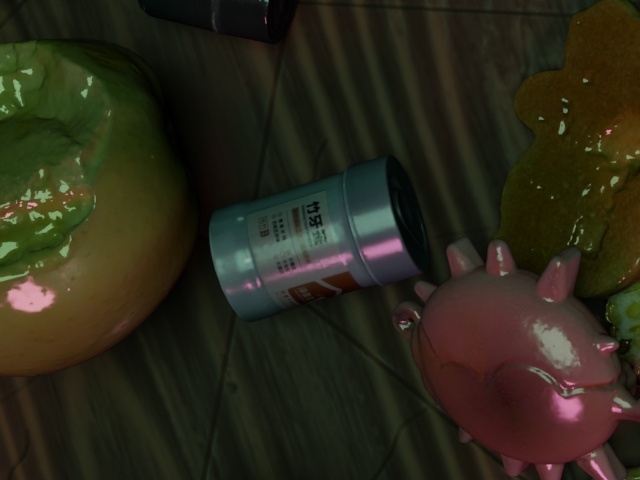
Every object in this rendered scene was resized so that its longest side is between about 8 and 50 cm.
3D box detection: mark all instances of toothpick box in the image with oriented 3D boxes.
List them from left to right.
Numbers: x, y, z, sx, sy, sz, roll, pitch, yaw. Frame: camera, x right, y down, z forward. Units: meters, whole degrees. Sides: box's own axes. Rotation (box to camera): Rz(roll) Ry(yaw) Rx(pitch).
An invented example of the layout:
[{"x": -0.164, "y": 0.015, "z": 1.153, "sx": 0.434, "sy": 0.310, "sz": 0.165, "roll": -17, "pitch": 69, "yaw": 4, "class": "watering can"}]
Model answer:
[{"x": 0.000, "y": 0.000, "z": 1.380, "sx": 0.153, "sy": 0.101, "sz": 0.101, "roll": -18, "pitch": 85, "yaw": 16, "class": "toothpick box"}]

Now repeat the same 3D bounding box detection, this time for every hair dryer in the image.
[{"x": -0.069, "y": -0.279, "z": 1.408, "sx": 0.124, "sy": 0.071, "sz": 0.219, "roll": 17, "pitch": 98, "yaw": 14, "class": "hair dryer"}]

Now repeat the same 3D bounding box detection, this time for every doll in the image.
[{"x": 0.162, "y": 0.099, "z": 1.310, "sx": 0.262, "sy": 0.093, "sz": 0.211, "roll": 12, "pitch": 120, "yaw": 37, "class": "doll"}]

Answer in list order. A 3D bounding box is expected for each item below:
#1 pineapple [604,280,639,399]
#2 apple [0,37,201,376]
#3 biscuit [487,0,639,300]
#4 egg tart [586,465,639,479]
[{"x": 0.297, "y": 0.041, "z": 1.296, "sx": 0.221, "sy": 0.047, "sz": 0.221, "roll": -10, "pitch": 74, "yaw": 39, "class": "pineapple"}, {"x": -0.229, "y": -0.027, "z": 1.370, "sx": 0.279, "sy": 0.279, "sz": 0.279, "roll": 0, "pitch": 90, "yaw": 15, "class": "apple"}, {"x": 0.221, "y": -0.062, "z": 1.328, "sx": 0.184, "sy": 0.035, "sz": 0.248, "roll": 25, "pitch": 100, "yaw": 37, "class": "biscuit"}, {"x": 0.268, "y": 0.326, "z": 1.297, "sx": 0.315, "sy": 0.120, "sz": 0.314, "roll": 0, "pitch": 91, "yaw": 16, "class": "egg tart"}]
